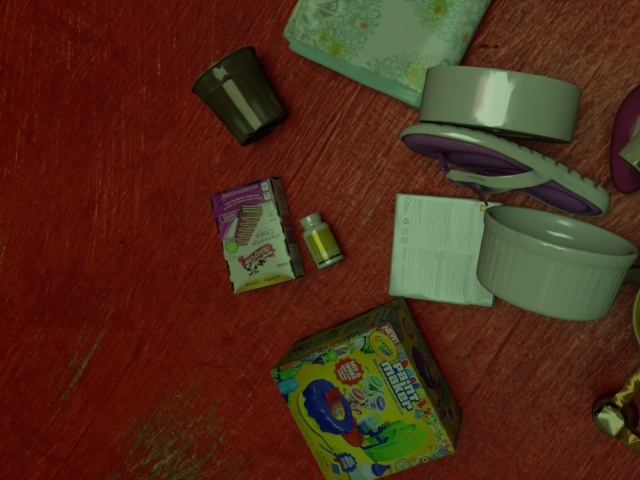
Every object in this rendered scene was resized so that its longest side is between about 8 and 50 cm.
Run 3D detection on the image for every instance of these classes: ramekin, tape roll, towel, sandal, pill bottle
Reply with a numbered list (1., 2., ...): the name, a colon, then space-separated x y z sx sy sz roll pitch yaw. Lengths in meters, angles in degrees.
1. ramekin: 0.422 0.040 1.334 0.277 0.277 0.135 17 107 18
2. tape roll: 0.326 -0.248 1.336 0.286 0.286 0.100 11 98 19
3. towel: 0.137 -0.476 1.488 0.374 0.090 0.320 29 104 15
4. sandal: 0.340 -0.113 1.350 0.416 0.169 0.102 20 79 -1
5. pill bottle: 0.000 0.000 1.587 0.065 0.065 0.116 -27 86 20

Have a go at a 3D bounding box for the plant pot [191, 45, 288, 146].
1. plant pot: -0.165 -0.306 1.581 0.167 0.167 0.165 -35 91 19

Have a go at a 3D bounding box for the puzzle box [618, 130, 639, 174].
1. puzzle box: 0.739 -0.220 1.225 0.272 0.052 0.409 32 109 -26

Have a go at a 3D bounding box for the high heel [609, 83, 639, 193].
1. high heel: 0.641 -0.248 1.265 0.127 0.181 0.377 14 100 -23

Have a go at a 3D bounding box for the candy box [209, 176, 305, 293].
1. candy box: -0.143 -0.011 1.634 0.159 0.071 0.233 -15 90 20

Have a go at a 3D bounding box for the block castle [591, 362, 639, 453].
1. block castle: 0.723 0.232 1.275 0.303 0.213 0.453 37 99 26

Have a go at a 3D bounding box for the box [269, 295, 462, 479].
1. box: 0.100 0.315 1.498 0.279 0.177 0.290 -26 94 19

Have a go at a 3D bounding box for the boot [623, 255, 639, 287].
1. boot: 0.620 0.078 1.385 0.087 0.042 0.118 48 115 2

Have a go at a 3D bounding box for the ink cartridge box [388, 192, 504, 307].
1. ink cartridge box: 0.260 0.018 1.505 0.224 0.045 0.223 7 97 18

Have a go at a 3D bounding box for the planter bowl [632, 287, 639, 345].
1. planter bowl: 0.623 0.127 1.169 0.217 0.090 0.217 -3 82 26
